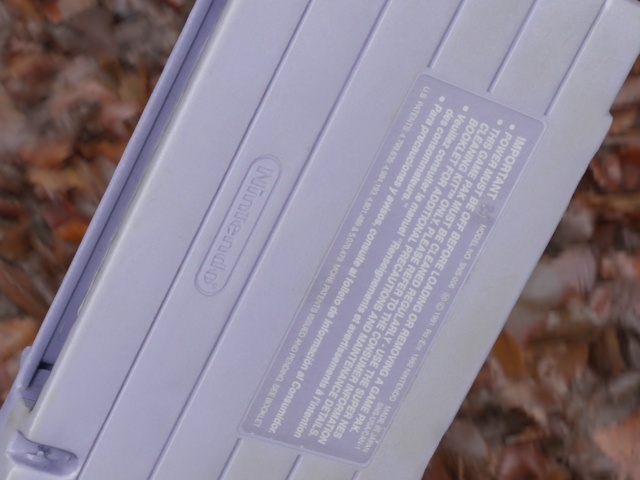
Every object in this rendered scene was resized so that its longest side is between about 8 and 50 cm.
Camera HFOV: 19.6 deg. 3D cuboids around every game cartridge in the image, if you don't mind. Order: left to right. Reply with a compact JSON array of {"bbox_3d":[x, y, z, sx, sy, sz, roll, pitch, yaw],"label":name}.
[{"bbox_3d":[0.000,0.000,0.941,0.355,0.230,0.068,-63,35,13],"label":"game cartridge"}]
